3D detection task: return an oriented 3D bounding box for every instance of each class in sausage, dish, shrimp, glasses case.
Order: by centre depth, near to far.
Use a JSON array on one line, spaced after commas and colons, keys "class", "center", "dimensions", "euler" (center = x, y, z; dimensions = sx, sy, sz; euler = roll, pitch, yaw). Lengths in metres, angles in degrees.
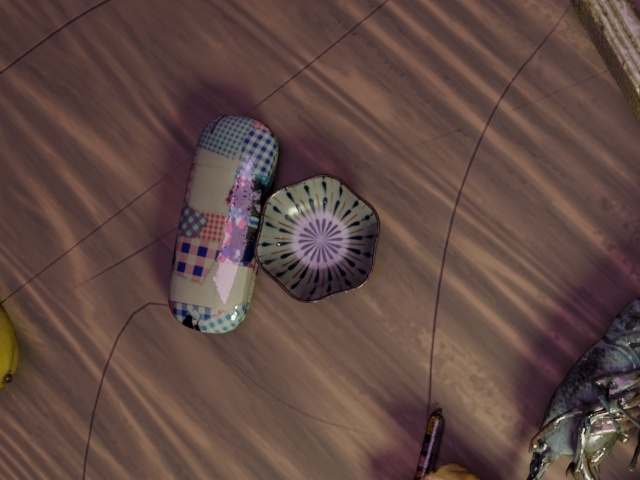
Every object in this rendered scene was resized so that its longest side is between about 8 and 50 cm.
[{"class": "shrimp", "center": [0.372, 0.234, 1.384], "dimensions": [0.137, 0.172, 0.372], "euler": [29, 94, 14]}, {"class": "sausage", "center": [0.146, 0.336, 1.500], "dimensions": [0.028, 0.025, 0.198], "euler": [16, 89, 27]}, {"class": "dish", "center": [0.000, 0.000, 1.535], "dimensions": [0.191, 0.066, 0.190], "euler": [-1, 85, 9]}, {"class": "glasses case", "center": [-0.146, -0.025, 1.561], "dimensions": [0.125, 0.076, 0.327], "euler": [10, 87, 15]}]

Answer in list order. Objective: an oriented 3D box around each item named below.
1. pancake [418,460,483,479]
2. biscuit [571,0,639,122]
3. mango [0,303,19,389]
[{"class": "pancake", "center": [0.207, 0.406, 1.430], "dimensions": [0.258, 0.056, 0.212], "euler": [7, 112, 13]}, {"class": "biscuit", "center": [0.426, -0.263, 1.442], "dimensions": [0.062, 0.108, 0.238], "euler": [-29, 81, 6]}, {"class": "mango", "center": [-0.614, 0.146, 1.622], "dimensions": [0.332, 0.142, 0.195], "euler": [17, 85, 20]}]
